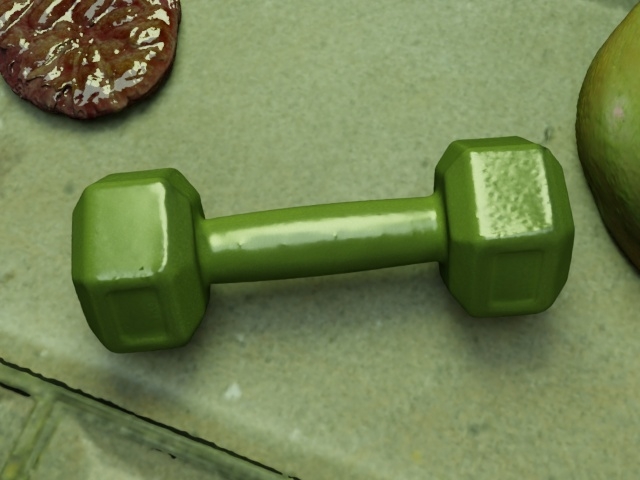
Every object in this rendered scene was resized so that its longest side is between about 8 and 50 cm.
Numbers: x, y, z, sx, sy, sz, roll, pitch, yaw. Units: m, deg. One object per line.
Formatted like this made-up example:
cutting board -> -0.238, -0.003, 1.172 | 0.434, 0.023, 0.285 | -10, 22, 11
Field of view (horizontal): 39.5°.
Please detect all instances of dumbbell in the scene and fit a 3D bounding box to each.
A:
dumbbell -> 0.000, 0.000, 0.561 | 0.302, 0.121, 0.108 | -6, 40, 0

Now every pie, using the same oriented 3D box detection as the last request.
pie -> -0.173, -0.160, 0.666 | 0.154, 0.036, 0.154 | 0, 71, 1

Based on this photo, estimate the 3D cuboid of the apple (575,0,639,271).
apple -> 0.255, -0.041, 0.530 | 0.193, 0.120, 0.265 | -49, 66, 29
